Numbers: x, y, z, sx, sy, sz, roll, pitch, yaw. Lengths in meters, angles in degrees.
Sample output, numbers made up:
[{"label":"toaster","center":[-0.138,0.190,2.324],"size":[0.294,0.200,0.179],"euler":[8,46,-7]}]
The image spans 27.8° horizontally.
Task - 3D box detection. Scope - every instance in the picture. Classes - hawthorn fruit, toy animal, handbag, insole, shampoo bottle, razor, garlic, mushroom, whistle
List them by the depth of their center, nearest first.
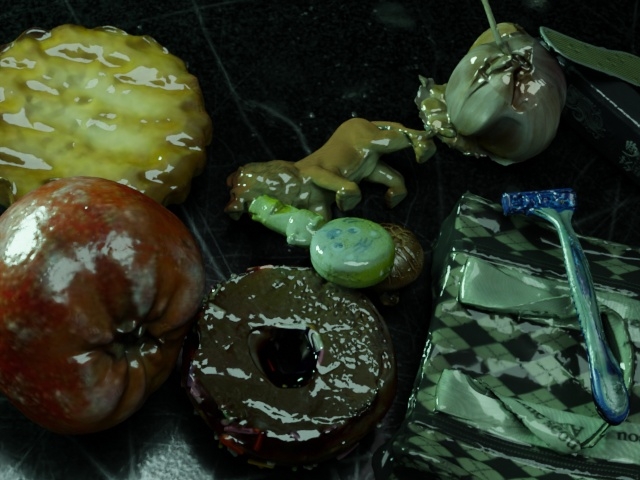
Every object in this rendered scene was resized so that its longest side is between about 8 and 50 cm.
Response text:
[{"label":"hawthorn fruit","center":[-0.262,0.068,1.461],"size":[0.284,0.284,0.284],"euler":[4,58,-7]},{"label":"razor","center":[0.293,0.059,1.470],"size":[0.093,0.056,0.324],"euler":[-4,53,-11]},{"label":"handbag","center":[0.243,0.158,1.519],"size":[0.316,0.180,0.416],"euler":[20,52,-6]},{"label":"whistle","center":[0.000,0.000,1.586],"size":[0.198,0.057,0.104],"euler":[23,41,24]},{"label":"mushroom","center":[0.071,0.024,1.646],"size":[0.126,0.085,0.109],"euler":[-7,69,16]},{"label":"toy animal","center":[0.014,-0.093,1.711],"size":[0.312,0.097,0.157],"euler":[-33,62,-27]},{"label":"garlic","center":[0.213,-0.227,1.769],"size":[0.207,0.257,0.207],"euler":[-26,37,21]},{"label":"shampoo bottle","center":[0.408,-0.179,1.823],"size":[0.071,0.098,0.309],"euler":[-36,70,-22]},{"label":"insole","center":[0.424,-0.248,1.830],"size":[0.322,0.007,0.109],"euler":[11,36,-38]}]

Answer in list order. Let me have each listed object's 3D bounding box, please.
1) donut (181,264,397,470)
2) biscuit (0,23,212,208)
[{"label":"donut","center":[-0.039,0.152,1.541],"size":[0.269,0.103,0.270],"euler":[3,56,-5]},{"label":"biscuit","center":[-0.304,-0.139,1.679],"size":[0.325,0.107,0.326],"euler":[6,59,-10]}]
